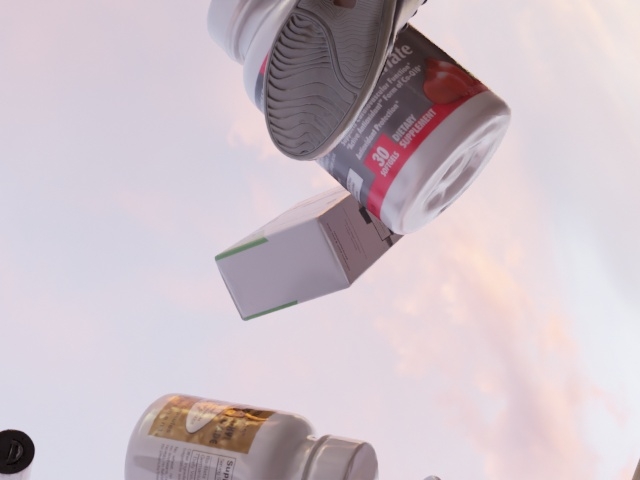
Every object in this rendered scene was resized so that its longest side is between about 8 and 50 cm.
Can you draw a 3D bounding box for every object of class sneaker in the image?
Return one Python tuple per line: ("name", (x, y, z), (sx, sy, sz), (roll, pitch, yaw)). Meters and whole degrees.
("sneaker", (0.039, -0.159, 0.644), (0.083, 0.222, 0.118), (26, -167, 24))

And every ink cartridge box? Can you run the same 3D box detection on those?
("ink cartridge box", (0.000, 0.000, 1.098), (0.093, 0.160, 0.219), (65, -149, -8))

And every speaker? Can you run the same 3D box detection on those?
("speaker", (-0.355, 0.267, 1.009), (0.055, 0.136, 0.055), (12, -131, -14))

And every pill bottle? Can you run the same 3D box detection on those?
("pill bottle", (-0.066, 0.230, 0.886), (0.131, 0.229, 0.131), (5, -90, -65))
("pill bottle", (0.030, -0.170, 0.955), (0.318, 0.176, 0.176), (43, -154, 17))

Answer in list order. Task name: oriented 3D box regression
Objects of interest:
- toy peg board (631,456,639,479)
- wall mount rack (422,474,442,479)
("toy peg board", (0.337, 0.268, 0.837), (0.160, 0.079, 0.161), (38, -107, -54))
("wall mount rack", (0.258, 0.520, 1.351), (0.350, 0.130, 0.304), (36, -163, -41))
